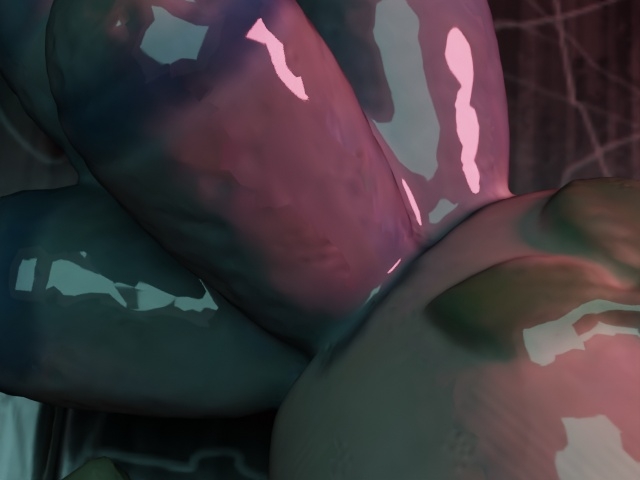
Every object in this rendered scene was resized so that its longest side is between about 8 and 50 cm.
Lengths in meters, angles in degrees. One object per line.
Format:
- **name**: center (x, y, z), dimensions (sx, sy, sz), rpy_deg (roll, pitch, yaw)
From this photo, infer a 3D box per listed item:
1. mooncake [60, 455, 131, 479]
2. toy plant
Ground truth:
- **mooncake**: center (-0.094, 0.167, 0.503), dimensions (0.125, 0.073, 0.130), rpy_deg (-35, 70, -11)
- **toy plant**: center (0.000, 0.000, 0.484), dimensions (0.247, 0.247, 0.332), rpy_deg (-41, 75, -15)
